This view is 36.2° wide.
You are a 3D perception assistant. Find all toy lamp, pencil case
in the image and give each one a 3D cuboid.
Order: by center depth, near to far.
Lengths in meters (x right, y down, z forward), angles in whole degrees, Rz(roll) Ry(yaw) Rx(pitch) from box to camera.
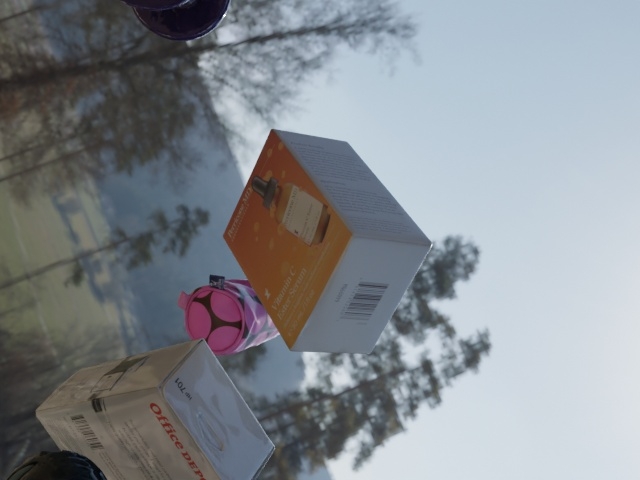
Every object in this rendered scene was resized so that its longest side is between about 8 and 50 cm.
[{"bbox_3d":[-0.098,-0.173,0.638,0.274,0.080,0.080,-107,177,-82],"label":"toy lamp"},{"bbox_3d":[-0.092,0.083,1.259,0.209,0.098,0.095,-6,115,-67],"label":"pencil case"}]

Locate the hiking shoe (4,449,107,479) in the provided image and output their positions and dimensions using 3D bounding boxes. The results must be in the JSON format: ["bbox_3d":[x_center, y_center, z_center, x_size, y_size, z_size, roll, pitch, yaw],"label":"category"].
[{"bbox_3d":[-0.223,0.318,0.767,0.132,0.113,0.304,34,-71,65],"label":"hiking shoe"}]

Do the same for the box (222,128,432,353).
[{"bbox_3d":[0.000,0.000,0.893,0.170,0.091,0.130,54,-53,43],"label":"box"}]

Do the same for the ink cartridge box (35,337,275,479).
[{"bbox_3d":[-0.161,0.185,0.948,0.139,0.191,0.082,60,38,-16],"label":"ink cartridge box"}]
